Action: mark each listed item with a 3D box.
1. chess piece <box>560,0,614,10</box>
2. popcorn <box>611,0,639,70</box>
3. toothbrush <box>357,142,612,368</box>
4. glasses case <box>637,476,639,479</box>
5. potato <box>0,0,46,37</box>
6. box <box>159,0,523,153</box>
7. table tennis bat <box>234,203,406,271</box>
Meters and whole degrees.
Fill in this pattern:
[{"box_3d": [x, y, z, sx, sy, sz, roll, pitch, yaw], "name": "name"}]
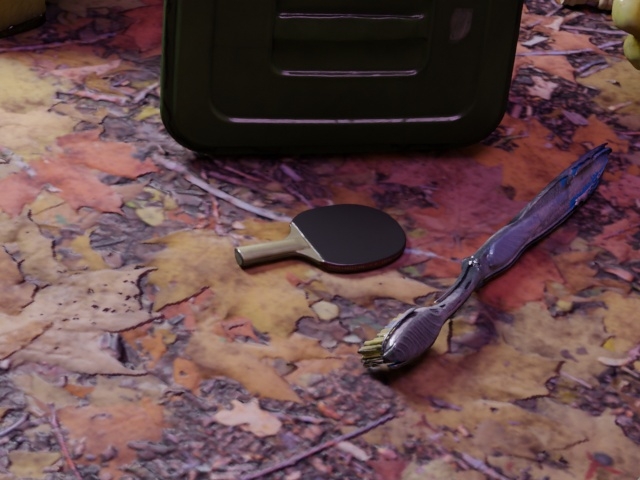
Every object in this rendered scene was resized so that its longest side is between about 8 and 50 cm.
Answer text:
[{"box_3d": [0.311, -0.266, 1.797, 0.092, 0.035, 0.035, 11, 37, -5], "name": "chess piece"}, {"box_3d": [0.432, -0.232, 1.634, 0.252, 0.215, 0.286, 35, 45, 22], "name": "popcorn"}, {"box_3d": [0.159, 0.003, 1.408, 0.042, 0.035, 0.413, -6, 21, 41], "name": "toothbrush"}, {"box_3d": [0.325, 0.248, 1.103, 0.272, 0.062, 0.095, 25, 40, 20], "name": "glasses case"}, {"box_3d": [-0.315, -0.254, 1.589, 0.096, 0.103, 0.066, -24, 51, -38], "name": "potato"}, {"box_3d": [0.010, -0.221, 1.513, 0.328, 0.253, 0.178, 0, 25, -14], "name": "box"}, {"box_3d": [0.000, 0.000, 1.397, 0.156, 0.013, 0.087, -11, 42, -25], "name": "table tennis bat"}]
